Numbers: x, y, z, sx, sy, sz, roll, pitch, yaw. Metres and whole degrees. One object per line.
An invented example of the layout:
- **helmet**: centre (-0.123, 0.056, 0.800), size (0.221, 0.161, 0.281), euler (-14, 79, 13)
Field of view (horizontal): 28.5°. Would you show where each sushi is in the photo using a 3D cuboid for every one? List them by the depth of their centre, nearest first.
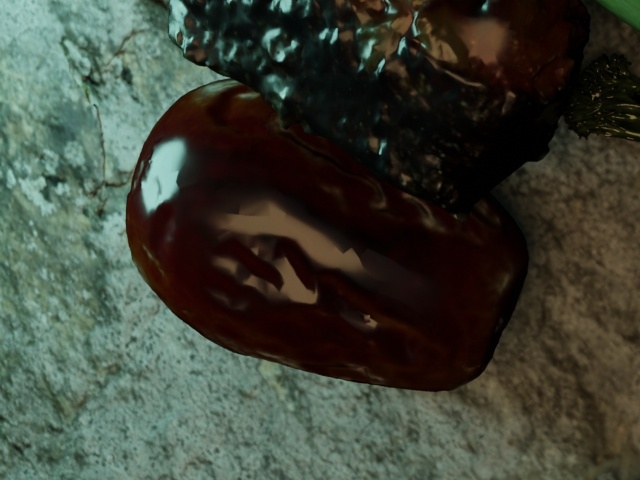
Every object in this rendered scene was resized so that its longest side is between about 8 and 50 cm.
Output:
- **sushi**: centre (0.037, -0.176, 0.910), size (0.343, 0.196, 0.182), euler (37, 125, 21)

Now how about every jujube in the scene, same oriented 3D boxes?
- **jujube**: centre (0.000, 0.000, 1.000), size (0.318, 0.223, 0.223), euler (22, 112, 14)

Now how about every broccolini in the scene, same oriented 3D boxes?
- **broccolini**: centre (0.283, -0.094, 0.913), size (0.216, 0.058, 0.067), euler (8, 147, 20)

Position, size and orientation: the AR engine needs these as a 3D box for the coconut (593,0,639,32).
- **coconut**: centre (0.266, -0.239, 0.743), size (0.281, 0.328, 0.328), euler (11, 110, 57)
